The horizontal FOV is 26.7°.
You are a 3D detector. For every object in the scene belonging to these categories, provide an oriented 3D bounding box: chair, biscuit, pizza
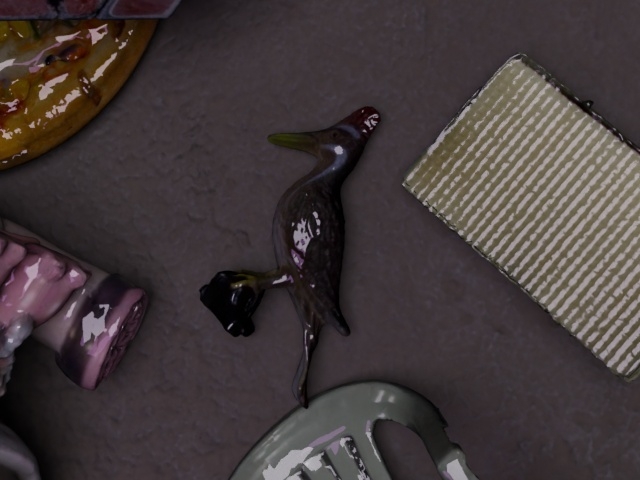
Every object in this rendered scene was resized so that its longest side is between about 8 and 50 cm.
[{"bbox_3d":[0.055,0.236,0.829,0.203,0.190,0.275,-42,92,4],"label":"chair"},{"bbox_3d":[0.161,-0.017,0.859,0.199,0.040,0.121,44,99,19],"label":"biscuit"},{"bbox_3d":[-0.207,-0.150,0.931,0.184,0.036,0.176,-27,85,6],"label":"pizza"}]

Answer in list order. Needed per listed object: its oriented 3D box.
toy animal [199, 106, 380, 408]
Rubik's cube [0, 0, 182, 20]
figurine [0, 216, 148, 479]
[{"bbox_3d":[-0.011,0.001,0.898,0.105,0.070,0.202,23,86,-2],"label":"toy animal"},{"bbox_3d":[-0.161,-0.283,0.811,0.319,0.264,0.319,0,89,8],"label":"Rubik's cube"},{"bbox_3d":[-0.275,0.137,0.856,0.253,0.211,0.361,25,84,-36],"label":"figurine"}]
